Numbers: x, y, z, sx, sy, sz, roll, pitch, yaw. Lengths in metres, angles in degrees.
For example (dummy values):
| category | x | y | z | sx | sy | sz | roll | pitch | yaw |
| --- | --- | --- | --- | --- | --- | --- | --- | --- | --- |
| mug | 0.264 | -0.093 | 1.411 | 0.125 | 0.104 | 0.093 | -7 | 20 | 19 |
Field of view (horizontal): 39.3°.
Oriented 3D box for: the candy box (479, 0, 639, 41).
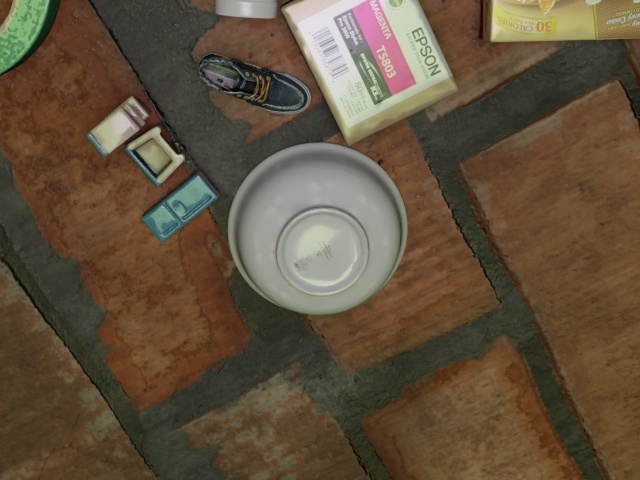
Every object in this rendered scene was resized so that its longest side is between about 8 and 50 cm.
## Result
| category | x | y | z | sx | sy | sz | roll | pitch | yaw |
| --- | --- | --- | --- | --- | --- | --- | --- | --- | --- |
| candy box | 0.403 | -0.397 | 1.350 | 0.316 | 0.087 | 0.183 | -2 | 106 | -3 |

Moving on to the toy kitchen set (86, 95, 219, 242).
| category | x | y | z | sx | sy | sz | roll | pitch | yaw |
| --- | --- | --- | --- | --- | --- | --- | --- | --- | --- |
| toy kitchen set | -0.268 | -0.095 | 1.354 | 0.122 | 0.166 | 0.207 | -38 | 105 | 7 |

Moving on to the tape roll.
| category | x | y | z | sx | sy | sz | roll | pitch | yaw |
| --- | --- | --- | --- | --- | --- | --- | --- | --- | --- |
| tape roll | -0.545 | -0.386 | 1.299 | 0.321 | 0.077 | 0.321 | -1 | 106 | -4 |

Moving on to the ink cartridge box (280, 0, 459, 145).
| category | x | y | z | sx | sy | sz | roll | pitch | yaw |
| --- | --- | --- | --- | --- | --- | --- | --- | --- | --- |
| ink cartridge box | 0.074 | -0.292 | 1.360 | 0.193 | 0.088 | 0.235 | -27 | 106 | 5 |

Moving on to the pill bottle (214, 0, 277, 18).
| category | x | y | z | sx | sy | sz | roll | pitch | yaw |
| --- | --- | --- | --- | --- | --- | --- | --- | --- | --- |
| pill bottle | -0.103 | -0.434 | 1.289 | 0.121 | 0.121 | 0.216 | 3 | 106 | -5 |

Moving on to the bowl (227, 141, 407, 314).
| category | x | y | z | sx | sy | sz | roll | pitch | yaw |
| --- | --- | --- | --- | --- | --- | --- | --- | --- | --- |
| bowl | 0.000 | 0.000 | 1.418 | 0.297 | 0.134 | 0.298 | -1 | 106 | -4 |

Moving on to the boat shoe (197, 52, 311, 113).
| category | x | y | z | sx | sy | sz | roll | pitch | yaw |
| --- | --- | --- | --- | --- | --- | --- | --- | --- | --- |
| boat shoe | -0.102 | -0.234 | 1.368 | 0.183 | 0.083 | 0.065 | 17 | 105 | -8 |
